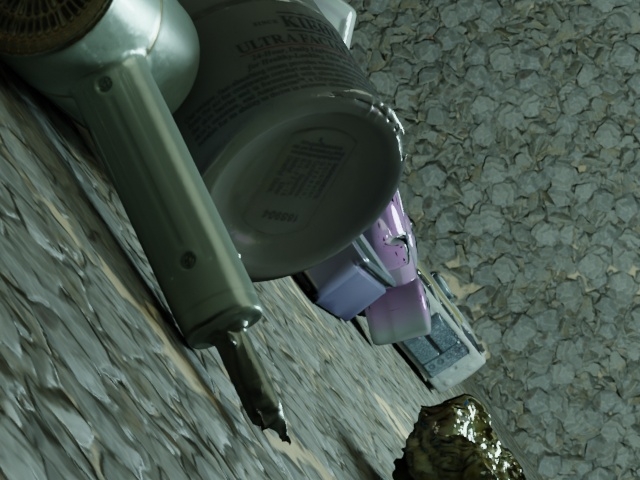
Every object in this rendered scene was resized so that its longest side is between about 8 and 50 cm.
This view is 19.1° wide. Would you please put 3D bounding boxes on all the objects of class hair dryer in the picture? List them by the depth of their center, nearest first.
[{"bbox_3d":[-0.096,-0.029,1.146,0.357,0.107,0.173,65,8,20],"label":"hair dryer"}]

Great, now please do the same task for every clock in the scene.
[{"bbox_3d":[-0.001,0.000,1.996,0.144,0.073,0.193,56,4,14],"label":"clock"},{"bbox_3d":[0.058,-0.025,2.213,0.227,0.090,0.248,-98,173,-62],"label":"clock"}]

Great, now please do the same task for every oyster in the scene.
[{"bbox_3d":[0.133,0.235,1.465,0.198,0.092,0.259,52,9,-48],"label":"oyster"}]

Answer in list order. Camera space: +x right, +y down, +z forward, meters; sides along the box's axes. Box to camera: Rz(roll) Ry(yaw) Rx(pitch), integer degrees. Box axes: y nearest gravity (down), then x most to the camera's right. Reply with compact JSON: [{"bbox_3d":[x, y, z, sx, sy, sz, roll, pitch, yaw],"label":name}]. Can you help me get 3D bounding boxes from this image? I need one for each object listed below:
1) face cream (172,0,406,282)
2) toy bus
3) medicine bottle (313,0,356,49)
[{"bbox_3d":[-0.047,-0.079,1.349,0.153,0.177,0.177,57,5,37],"label":"face cream"},{"bbox_3d":[0.100,0.059,2.492,0.342,0.097,0.138,51,7,-36],"label":"toy bus"},{"bbox_3d":[-0.092,-0.282,2.456,0.179,0.124,0.324,6,9,-25],"label":"medicine bottle"}]
